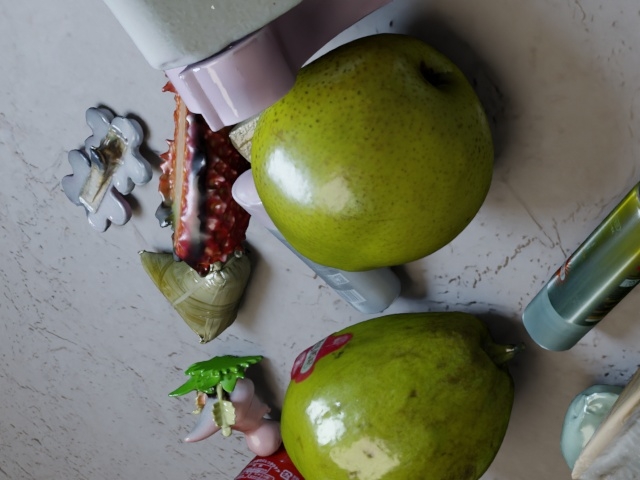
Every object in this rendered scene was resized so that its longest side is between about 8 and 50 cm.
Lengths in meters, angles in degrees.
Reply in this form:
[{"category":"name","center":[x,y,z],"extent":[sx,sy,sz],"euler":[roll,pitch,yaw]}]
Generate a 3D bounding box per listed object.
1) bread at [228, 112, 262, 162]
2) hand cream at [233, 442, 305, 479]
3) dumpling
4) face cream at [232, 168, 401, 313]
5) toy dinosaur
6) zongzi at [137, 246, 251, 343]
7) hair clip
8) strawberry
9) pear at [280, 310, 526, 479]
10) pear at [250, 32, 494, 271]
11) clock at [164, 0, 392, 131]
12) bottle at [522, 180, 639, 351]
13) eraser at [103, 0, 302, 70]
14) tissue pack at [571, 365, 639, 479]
[{"category":"bread","center":[-0.030,-0.160,1.785],"extent":[0.077,0.105,0.152],"euler":[48,143,-15]},{"category":"hand cream","center":[-0.053,0.438,2.327],"extent":[0.193,0.125,0.193],"euler":[26,139,26]},{"category":"dumpling","center":[0.383,0.245,1.795],"extent":[0.219,0.153,0.108],"euler":[83,174,-56]},{"category":"face cream","center":[0.000,0.000,1.846],"extent":[0.107,0.073,0.269],"euler":[2,148,47]},{"category":"toy dinosaur","center":[-0.151,0.281,2.255],"extent":[0.152,0.194,0.177],"euler":[-7,98,35]},{"category":"zongzi","center":[-0.200,0.040,2.131],"extent":[0.197,0.099,0.194],"euler":[44,142,13]},{"category":"hair clip","center":[-0.333,-0.104,2.141],"extent":[0.146,0.075,0.257],"euler":[43,148,6]},{"category":"strawberry","center":[-0.141,-0.117,1.881],"extent":[0.233,0.138,0.306],"euler":[-113,28,-52]},{"category":"pear","center":[0.120,0.227,1.877],"extent":[0.375,0.287,0.287],"euler":[-33,100,24]},{"category":"pear","center":[0.064,-0.101,1.627],"extent":[0.294,0.294,0.294],"euler":[24,137,24]},{"category":"clock","center":[-0.045,-0.244,1.595],"extent":[0.080,0.290,0.275],"euler":[60,-179,-22]},{"category":"bottle","center":[0.337,0.034,1.647],"extent":[0.082,0.082,0.286],"euler":[40,141,7]},{"category":"eraser","center":[-0.097,-0.368,1.537],"extent":[0.331,0.331,0.150],"euler":[4,143,40]},{"category":"tissue pack","center":[0.456,0.175,1.486],"extent":[0.239,0.305,0.238],"euler":[24,137,25]}]
